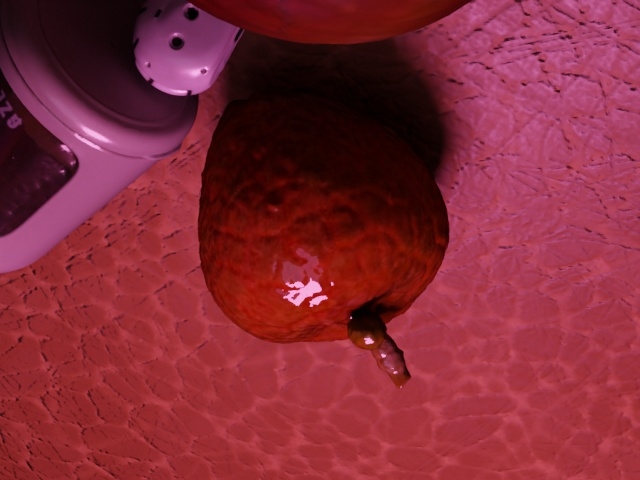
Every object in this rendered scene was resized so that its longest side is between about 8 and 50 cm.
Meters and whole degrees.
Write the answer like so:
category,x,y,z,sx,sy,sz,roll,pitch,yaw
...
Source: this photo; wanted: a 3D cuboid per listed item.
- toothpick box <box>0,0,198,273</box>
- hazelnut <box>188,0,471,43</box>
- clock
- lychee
category,x,y,z,sx,sy,sz,roll,pitch,yaw
toothpick box,-0.280,-0.101,1.431,0.229,0.229,0.316,39,127,-19
hazelnut,0.031,-0.324,1.024,0.402,0.402,0.429,32,124,-14
clock,-0.116,-0.219,1.323,0.117,0.080,0.176,29,90,0
lychee,0.000,0.000,1.411,0.255,0.300,0.255,-12,167,-3
